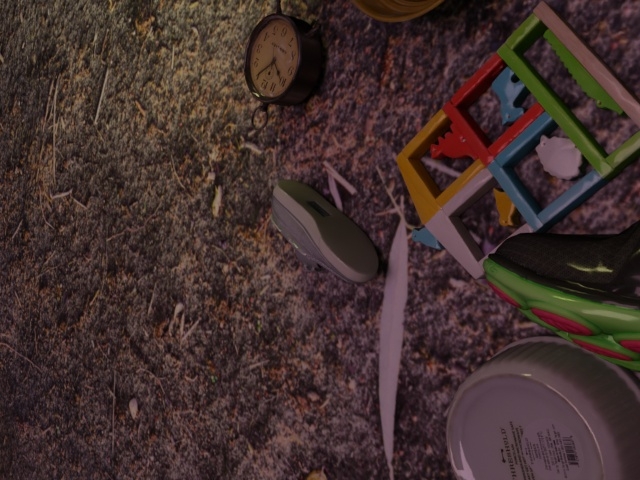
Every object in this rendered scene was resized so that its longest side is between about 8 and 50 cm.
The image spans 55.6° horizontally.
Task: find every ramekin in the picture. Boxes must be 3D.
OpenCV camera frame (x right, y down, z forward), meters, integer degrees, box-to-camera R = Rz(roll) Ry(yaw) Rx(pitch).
[{"bbox_3d":[0.228,0.206,0.625,0.207,0.109,0.207,1,92,44],"label":"ramekin"}]

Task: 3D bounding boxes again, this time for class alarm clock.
[{"bbox_3d":[-0.063,-0.254,0.922,0.129,0.064,0.192,45,118,33],"label":"alarm clock"}]

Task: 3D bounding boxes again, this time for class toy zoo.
[{"bbox_3d":[0.203,-0.090,0.693,0.293,0.030,0.192,-46,61,35],"label":"toy zoo"}]

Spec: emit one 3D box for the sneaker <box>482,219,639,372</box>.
[{"bbox_3d":[0.360,0.007,0.478,0.483,0.185,0.202,-7,59,46],"label":"sneaker"}]

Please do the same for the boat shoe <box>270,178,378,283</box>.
[{"bbox_3d":[-0.001,0.000,0.871,0.227,0.079,0.081,47,131,38],"label":"boat shoe"}]

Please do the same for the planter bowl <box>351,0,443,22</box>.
[{"bbox_3d":[0.129,-0.359,0.713,0.217,0.090,0.217,2,93,43],"label":"planter bowl"}]
